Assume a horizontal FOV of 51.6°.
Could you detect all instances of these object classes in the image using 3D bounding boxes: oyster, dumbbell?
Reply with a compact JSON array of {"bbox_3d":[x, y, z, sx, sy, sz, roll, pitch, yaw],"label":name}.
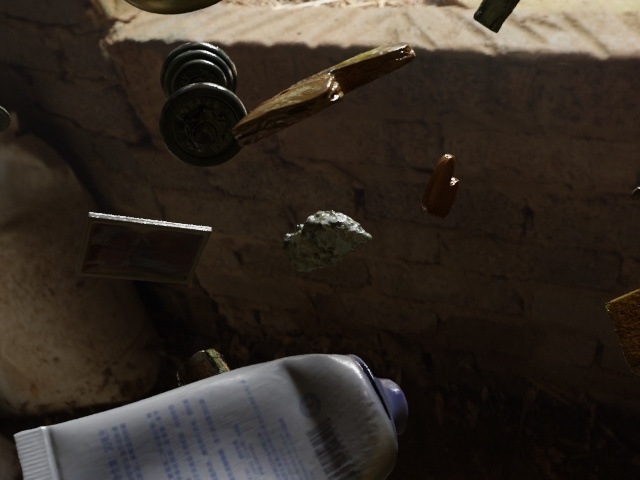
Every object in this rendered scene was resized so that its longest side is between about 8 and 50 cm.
[{"bbox_3d":[0.001,0.001,0.846,0.100,0.037,0.098,-44,56,1],"label":"oyster"},{"bbox_3d":[-0.255,-0.298,1.415,0.179,0.179,0.406,-15,34,-3],"label":"dumbbell"}]

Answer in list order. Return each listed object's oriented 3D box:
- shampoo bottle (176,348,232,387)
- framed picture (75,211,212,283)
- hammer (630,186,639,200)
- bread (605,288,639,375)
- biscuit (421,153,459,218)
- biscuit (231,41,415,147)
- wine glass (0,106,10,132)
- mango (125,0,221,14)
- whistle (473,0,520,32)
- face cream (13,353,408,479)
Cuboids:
[{"bbox_3d":[-0.090,0.285,0.891,0.084,0.129,0.323,-49,55,11],"label":"shampoo bottle"},{"bbox_3d":[-0.436,0.026,1.624,0.289,0.211,0.020,7,46,-26],"label":"framed picture"},{"bbox_3d":[0.529,-0.091,1.079,0.014,0.029,0.123,43,39,16],"label":"hammer"},{"bbox_3d":[0.378,0.093,0.733,0.094,0.035,0.090,-31,46,30],"label":"bread"},{"bbox_3d":[0.377,-0.160,2.002,0.036,0.192,0.186,27,98,31],"label":"biscuit"},{"bbox_3d":[0.004,-0.246,1.070,0.262,0.052,0.277,-17,17,35],"label":"biscuit"},{"bbox_3d":[-0.666,-0.292,1.141,0.264,0.096,0.310,-26,68,19],"label":"wine glass"},{"bbox_3d":[-0.165,-0.309,0.738,0.191,0.085,0.122,0,79,24],"label":"mango"},{"bbox_3d":[0.389,-0.535,1.166,0.142,0.346,0.134,28,26,-9],"label":"whistle"},{"bbox_3d":[-0.088,0.241,0.720,0.420,0.137,0.235,-13,54,-26],"label":"face cream"}]
